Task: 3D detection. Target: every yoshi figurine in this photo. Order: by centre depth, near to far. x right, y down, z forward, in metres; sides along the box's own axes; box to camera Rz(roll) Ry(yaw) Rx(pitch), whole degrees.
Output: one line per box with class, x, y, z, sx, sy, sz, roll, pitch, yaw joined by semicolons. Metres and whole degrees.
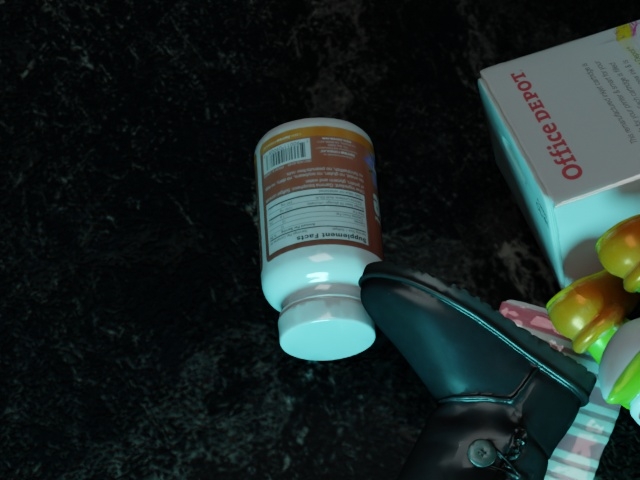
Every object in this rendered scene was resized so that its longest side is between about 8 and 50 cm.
yoshi figurine;0.375;0.143;1.629;0.203;0.203;0.362;-35;68;4

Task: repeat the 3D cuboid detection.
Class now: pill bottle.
pill bottle;0.000;0.000;1.811;0.121;0.121;0.216;-6;62;3

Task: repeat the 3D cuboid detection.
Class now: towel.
towel;0.205;0.160;1.759;0.144;0.029;0.197;19;69;16

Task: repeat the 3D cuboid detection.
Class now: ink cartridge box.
ink cartridge box;0.332;-0.103;1.791;0.306;0.131;0.226;-19;42;-2

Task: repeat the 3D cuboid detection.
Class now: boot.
boot;0.106;0.157;1.684;0.246;0.094;0.207;31;69;-2
